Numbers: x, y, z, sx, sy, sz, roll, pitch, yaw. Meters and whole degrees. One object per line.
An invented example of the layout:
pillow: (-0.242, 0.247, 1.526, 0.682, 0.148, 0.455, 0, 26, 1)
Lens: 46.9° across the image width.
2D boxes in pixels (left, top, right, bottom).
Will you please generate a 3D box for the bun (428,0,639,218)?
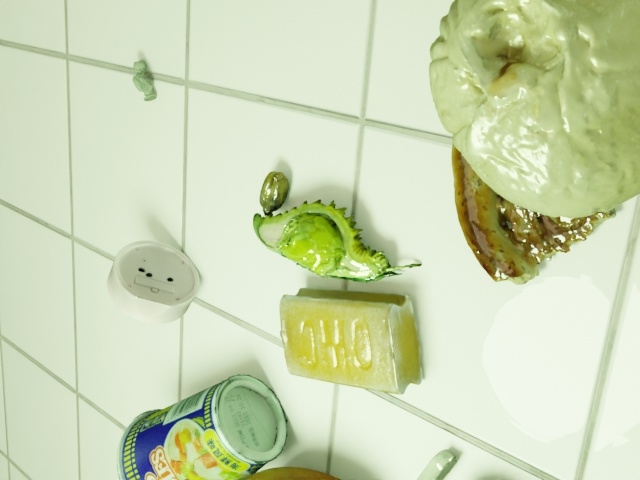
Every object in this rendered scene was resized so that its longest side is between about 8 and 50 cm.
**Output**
bun: (0.292, -0.204, 0.932, 0.349, 0.227, 0.352, 8, 100, 37)

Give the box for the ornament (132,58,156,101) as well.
ornament: (-0.409, -0.365, 1.693, 0.068, 0.041, 0.092, 32, 136, 59)

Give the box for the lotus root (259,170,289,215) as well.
lotus root: (-0.093, -0.092, 1.462, 0.054, 0.049, 0.099, 28, 124, 12)

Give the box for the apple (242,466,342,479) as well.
apple: (-0.043, 0.629, 1.442, 0.384, 0.374, 0.374, 33, 132, -15)

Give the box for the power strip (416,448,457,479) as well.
power strip: (0.191, 0.441, 1.335, 0.030, 0.048, 0.191, 47, 128, 30)

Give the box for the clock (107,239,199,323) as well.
clock: (-0.378, 0.093, 1.674, 0.197, 0.197, 0.068, 50, 130, 22)

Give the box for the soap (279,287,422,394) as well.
soap: (0.052, 0.183, 1.371, 0.274, 0.089, 0.173, 0, 100, 42)

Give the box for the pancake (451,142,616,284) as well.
pancake: (0.305, -0.063, 1.092, 0.245, 0.057, 0.265, -3, 97, 42)

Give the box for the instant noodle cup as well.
instant noodle cup: (-0.242, 0.440, 1.608, 0.312, 0.284, 0.284, -37, 75, 32)

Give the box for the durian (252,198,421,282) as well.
durian: (0.004, 0.001, 1.354, 0.375, 0.132, 0.106, 19, 156, 35)
